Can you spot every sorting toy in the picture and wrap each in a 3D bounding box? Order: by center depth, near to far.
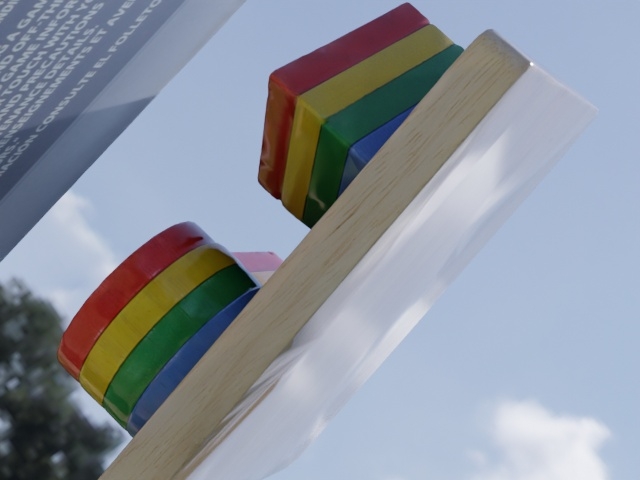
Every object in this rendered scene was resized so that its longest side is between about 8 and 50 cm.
[{"bbox_3d":[0.000,0.000,0.771,0.089,0.257,0.255,43,11,11],"label":"sorting toy"}]

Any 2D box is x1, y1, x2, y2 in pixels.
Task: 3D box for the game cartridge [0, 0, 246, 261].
[{"bbox_3d":[-0.111,-0.045,0.415,0.297,0.198,0.062,-43,-107,24],"label":"game cartridge"}]
